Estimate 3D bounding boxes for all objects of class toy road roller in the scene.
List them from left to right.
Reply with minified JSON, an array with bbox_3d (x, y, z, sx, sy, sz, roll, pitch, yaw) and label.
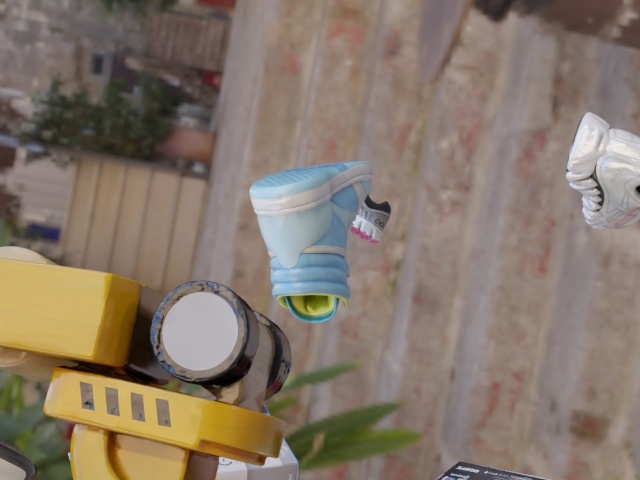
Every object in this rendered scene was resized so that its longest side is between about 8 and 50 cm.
[{"bbox_3d":[-0.195,0.154,1.308,0.202,0.329,0.241,52,-130,-73],"label":"toy road roller"}]

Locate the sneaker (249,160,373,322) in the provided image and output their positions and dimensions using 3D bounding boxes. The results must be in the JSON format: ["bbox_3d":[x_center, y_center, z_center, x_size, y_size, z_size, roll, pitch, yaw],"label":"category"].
[{"bbox_3d":[0.000,0.000,1.921,0.319,0.127,0.208,-24,-73,-65],"label":"sneaker"}]

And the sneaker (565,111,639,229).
[{"bbox_3d":[0.400,-0.071,1.776,0.292,0.118,0.110,32,-106,-66],"label":"sneaker"}]

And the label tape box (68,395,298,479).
[{"bbox_3d":[-0.240,0.379,2.371,0.249,0.347,0.115,-129,41,-59],"label":"label tape box"}]

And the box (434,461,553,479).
[{"bbox_3d":[0.190,0.341,1.631,0.220,0.175,0.051,2,117,51],"label":"box"}]

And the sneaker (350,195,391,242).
[{"bbox_3d":[0.042,-0.066,2.157,0.075,0.170,0.063,-53,-20,-10],"label":"sneaker"}]

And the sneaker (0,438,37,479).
[{"bbox_3d":[-0.541,0.279,1.460,0.169,0.447,0.258,7,79,60],"label":"sneaker"}]
